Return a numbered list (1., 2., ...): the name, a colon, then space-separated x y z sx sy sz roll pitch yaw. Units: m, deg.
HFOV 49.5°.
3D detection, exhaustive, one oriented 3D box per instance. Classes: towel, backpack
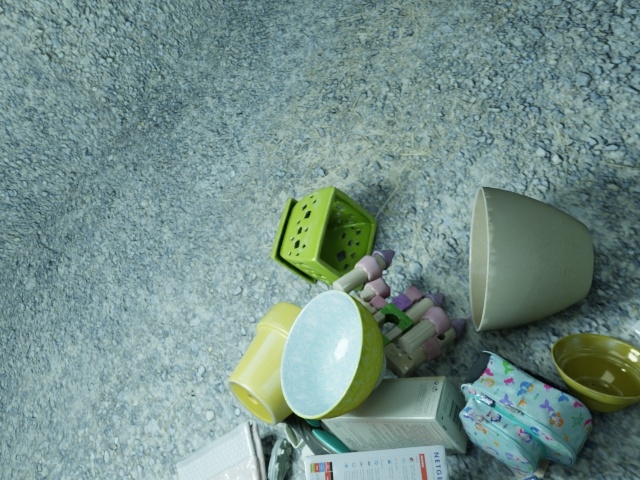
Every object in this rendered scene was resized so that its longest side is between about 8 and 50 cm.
1. towel: -0.263 0.677 1.815 0.332 0.053 0.317 -36 49 30
2. backpack: 0.421 0.367 1.436 0.253 0.225 0.191 19 64 30

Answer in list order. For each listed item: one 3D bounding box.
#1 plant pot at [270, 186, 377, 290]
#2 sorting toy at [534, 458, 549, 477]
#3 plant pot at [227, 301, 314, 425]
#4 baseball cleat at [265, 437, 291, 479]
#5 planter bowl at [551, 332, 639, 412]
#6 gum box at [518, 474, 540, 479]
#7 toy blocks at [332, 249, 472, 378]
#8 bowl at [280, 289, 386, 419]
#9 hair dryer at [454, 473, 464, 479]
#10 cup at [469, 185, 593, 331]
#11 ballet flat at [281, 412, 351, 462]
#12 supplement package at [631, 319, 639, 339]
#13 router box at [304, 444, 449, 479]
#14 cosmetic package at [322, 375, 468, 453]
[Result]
1. plant pot: 0.000 0.000 1.949 0.207 0.227 0.228 -2 64 41
2. sorting toy: 0.454 0.469 1.503 0.083 0.012 0.062 14 71 39
3. plant pot: -0.097 0.325 1.761 0.254 0.254 0.239 19 53 40
4. baseball cleat: -0.138 0.613 1.793 0.109 0.072 0.206 -7 61 31
5. planter bowl: 0.581 0.290 1.436 0.217 0.217 0.090 29 127 41
6. gum box: 0.409 0.604 1.438 0.157 0.041 0.184 -27 52 20
7. toy blocks: 0.206 0.197 1.729 0.260 0.309 0.288 -32 54 -29
8. bowl: 0.054 0.272 1.567 0.289 0.156 0.289 -33 45 40
9. hair dryer: 0.197 0.573 1.603 0.293 0.080 0.223 -35 34 7
10. cup: 0.471 0.043 1.563 0.237 0.331 0.331 1 63 6
11. ballet flat: -0.020 0.505 1.768 0.280 0.095 0.096 35 100 52
12. supplement package: 0.773 0.231 1.305 0.177 0.175 0.293 -43 49 9
13. router box: 0.127 0.609 1.432 0.301 0.082 0.335 -4 68 0
14. cosmetic package: 0.175 0.405 1.605 0.309 0.160 0.113 -9 43 36
